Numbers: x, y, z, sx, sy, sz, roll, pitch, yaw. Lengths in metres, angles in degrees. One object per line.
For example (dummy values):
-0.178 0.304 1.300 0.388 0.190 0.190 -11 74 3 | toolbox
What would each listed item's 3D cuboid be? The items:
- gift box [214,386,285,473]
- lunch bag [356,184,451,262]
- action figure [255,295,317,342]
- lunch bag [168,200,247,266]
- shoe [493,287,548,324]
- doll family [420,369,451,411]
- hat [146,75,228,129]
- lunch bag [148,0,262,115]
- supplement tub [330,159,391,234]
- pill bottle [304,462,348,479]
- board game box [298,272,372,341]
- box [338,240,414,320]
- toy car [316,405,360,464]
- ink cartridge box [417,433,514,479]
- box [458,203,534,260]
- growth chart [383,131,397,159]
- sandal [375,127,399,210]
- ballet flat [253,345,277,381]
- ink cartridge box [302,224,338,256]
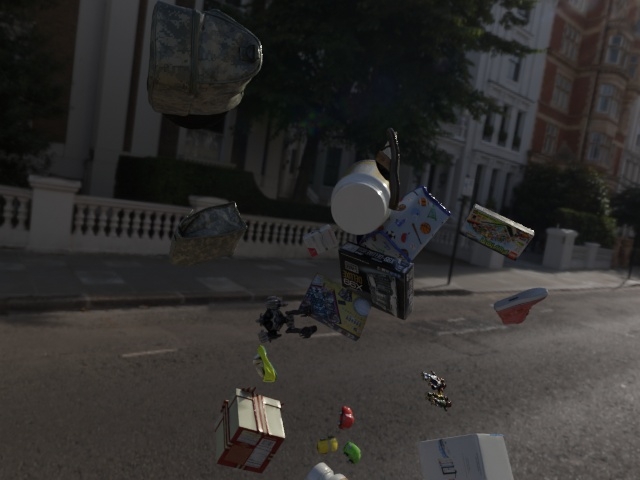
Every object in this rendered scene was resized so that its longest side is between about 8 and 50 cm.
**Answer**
-0.296 0.808 2.014 0.255 0.276 0.258 30 13 -24 | gift box
0.353 -0.050 2.149 0.239 0.328 0.385 47 -17 -3 | lunch bag
-0.148 0.273 1.593 0.276 0.163 0.141 -9 -17 40 | action figure
-0.482 -0.018 1.885 0.287 0.168 0.235 -19 -20 -34 | lunch bag
0.682 0.222 1.544 0.178 0.081 0.063 -25 12 24 | shoe
0.492 0.629 1.937 0.112 0.192 0.076 15 -40 -18 | doll family
-0.450 -0.574 1.661 0.332 0.331 0.134 7 16 -13 | hat
-0.299 -0.438 1.171 0.256 0.212 0.305 4 -2 -21 | lunch bag
0.175 -0.176 1.850 0.241 0.240 0.331 10 25 10 | supplement tub
0.058 0.834 1.479 0.229 0.131 0.131 30 17 37 | pill bottle
0.058 0.244 1.702 0.243 0.165 0.042 29 -40 -2 | board game box
0.221 0.157 1.841 0.308 0.242 0.076 21 43 34 | box
0.114 0.877 1.993 0.053 0.225 0.239 -19 19 50 | toy car
0.470 0.733 1.501 0.171 0.168 0.233 19 -36 -37 | ink cartridge box
0.582 -0.027 1.531 0.207 0.114 0.036 27 37 11 | box
0.318 -0.370 2.137 0.021 0.237 0.172 10 -21 -15 | growth chart
0.165 -0.179 1.139 0.060 0.219 0.090 -1 -12 9 | sandal
-0.279 0.587 2.196 0.077 0.077 0.231 -7 32 -24 | ballet flat
0.000 0.000 2.332 0.151 0.109 0.063 -24 15 0 | ink cartridge box
